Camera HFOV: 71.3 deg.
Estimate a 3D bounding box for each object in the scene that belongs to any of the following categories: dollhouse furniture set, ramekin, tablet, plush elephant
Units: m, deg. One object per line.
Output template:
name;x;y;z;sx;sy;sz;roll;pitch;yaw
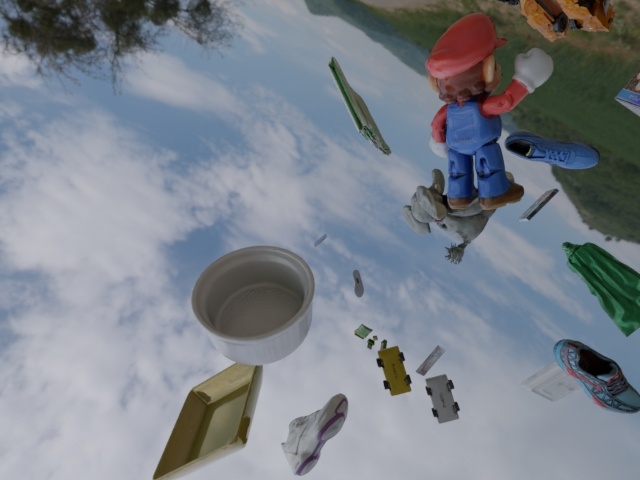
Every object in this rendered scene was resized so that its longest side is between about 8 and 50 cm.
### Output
dollhouse furniture set;0.222;0.443;1.990;0.152;0.076;0.058;31;-140;-8
ramekin;-0.148;0.153;1.042;0.278;0.135;0.277;-2;-137;2
tablet;0.000;0.000;1.432;0.006;0.054;0.083;49;-176;-7
plush elephant;0.415;-0.116;1.482;0.256;0.329;0.272;34;162;-3

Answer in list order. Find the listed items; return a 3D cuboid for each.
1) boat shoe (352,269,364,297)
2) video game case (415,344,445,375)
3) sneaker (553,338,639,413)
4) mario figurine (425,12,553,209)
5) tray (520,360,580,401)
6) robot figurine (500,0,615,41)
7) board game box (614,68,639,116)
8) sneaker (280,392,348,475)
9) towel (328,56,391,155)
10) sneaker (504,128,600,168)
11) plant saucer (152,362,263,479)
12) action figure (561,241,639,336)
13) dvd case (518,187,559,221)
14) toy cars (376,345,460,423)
boat shoe;0.132;0.152;1.581;0.035;0.100;0.035;-12;-177;5
video game case;0.390;0.426;1.577;0.011;0.122;0.087;41;-179;37
sneaker;0.760;0.374;1.201;0.262;0.104;0.125;39;169;8
mario figurine;0.287;-0.224;0.780;0.198;0.320;0.170;-6;-163;15
tray;0.843;0.495;1.562;0.145;0.270;0.030;26;-132;2
robot figurine;0.512;-0.550;0.985;0.291;0.084;0.211;20;179;-35
board game box;0.924;-0.391;1.054;0.232;0.291;0.141;27;-154;-15
sneaker;-0.030;0.595;1.427;0.114;0.305;0.152;24;-167;-47
towel;0.124;-0.394;1.356;0.247;0.038;0.325;65;-162;11
sneaker;0.545;-0.208;1.064;0.210;0.069;0.082;24;-140;26
plant saucer;-0.301;0.523;1.310;0.081;0.333;0.332;48;-157;-20
action figure;0.646;0.084;1.009;0.232;0.137;0.063;49;-167;23
dvd case;0.641;-0.103;1.315;0.013;0.119;0.087;45;-175;6
toy cars;0.358;0.520;1.647;0.394;0.176;0.087;31;-167;-4
